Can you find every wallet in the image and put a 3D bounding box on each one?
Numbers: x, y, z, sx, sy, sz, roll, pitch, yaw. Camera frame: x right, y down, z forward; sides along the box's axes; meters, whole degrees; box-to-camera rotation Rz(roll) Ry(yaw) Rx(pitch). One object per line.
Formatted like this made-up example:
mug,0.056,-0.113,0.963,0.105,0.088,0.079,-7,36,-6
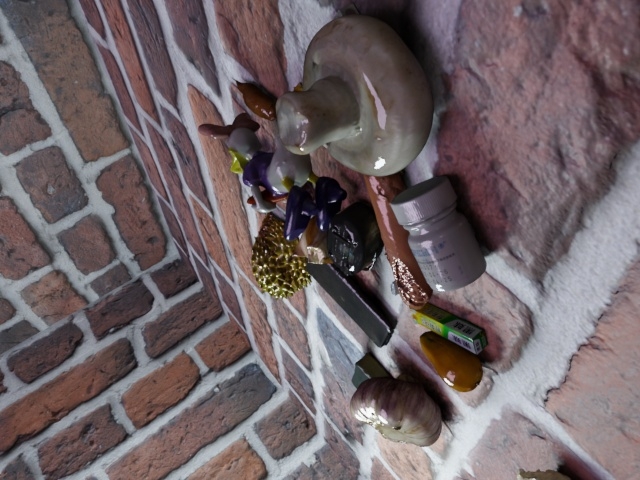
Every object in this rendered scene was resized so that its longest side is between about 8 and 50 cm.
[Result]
wallet,0.075,0.142,1.378,0.321,0.044,0.171,46,156,20

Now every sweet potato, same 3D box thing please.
sweet potato,-0.158,-0.339,1.218,0.195,0.056,0.056,50,157,32

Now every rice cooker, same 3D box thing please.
rice cooker,0.074,-0.001,1.107,0.112,0.106,0.166,34,135,31

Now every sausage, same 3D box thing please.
sausage,0.155,0.003,0.972,0.087,0.079,0.327,-98,-11,-66

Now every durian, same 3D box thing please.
durian,-0.129,0.075,1.585,0.261,0.186,0.153,53,168,-26

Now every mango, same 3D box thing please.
mango,0.271,0.242,1.052,0.105,0.084,0.159,53,-176,-32

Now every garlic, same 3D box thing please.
garlic,0.202,0.432,1.351,0.244,0.161,0.245,15,149,9
garlic,0.007,0.007,1.260,0.115,0.128,0.206,16,171,-15

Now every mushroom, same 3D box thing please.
mushroom,0.035,-0.197,0.768,0.243,0.243,0.244,45,155,28

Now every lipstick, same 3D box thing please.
lipstick,0.025,-0.340,0.855,0.030,0.030,0.129,59,158,-3

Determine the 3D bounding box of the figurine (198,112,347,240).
figurine,-0.119,-0.169,1.175,0.420,0.154,0.194,33,135,41

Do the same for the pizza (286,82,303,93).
pizza,-0.039,-0.257,1.081,0.175,0.046,0.134,8,127,63

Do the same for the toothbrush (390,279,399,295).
toothbrush,0.147,0.011,1.073,0.021,0.024,0.288,36,150,44

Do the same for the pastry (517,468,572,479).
pastry,0.476,0.546,1.005,0.259,0.089,0.121,64,161,-12

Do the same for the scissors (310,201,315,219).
scissors,-0.022,-0.060,1.334,0.101,0.027,0.204,51,159,4

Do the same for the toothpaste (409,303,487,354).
toothpaste,0.254,0.171,1.043,0.178,0.037,0.043,24,140,55

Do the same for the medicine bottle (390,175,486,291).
medicine bottle,0.194,-0.010,0.842,0.168,0.105,0.105,62,158,-13

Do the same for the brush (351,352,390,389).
brush,0.155,0.434,1.572,0.123,0.059,0.197,48,156,26

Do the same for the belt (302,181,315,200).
belt,-0.100,-0.156,1.337,0.232,0.053,0.071,34,146,41
